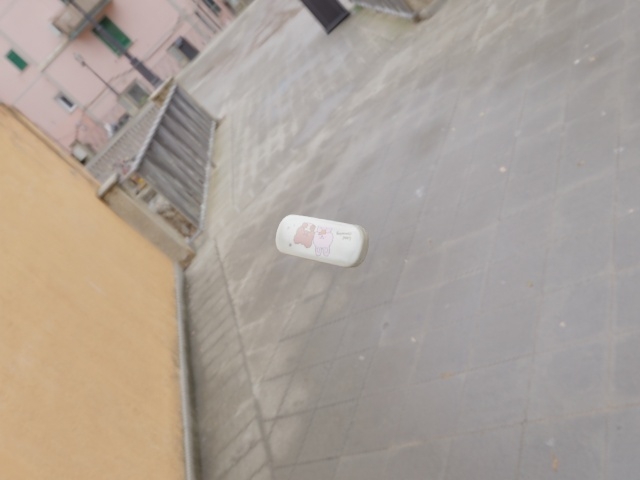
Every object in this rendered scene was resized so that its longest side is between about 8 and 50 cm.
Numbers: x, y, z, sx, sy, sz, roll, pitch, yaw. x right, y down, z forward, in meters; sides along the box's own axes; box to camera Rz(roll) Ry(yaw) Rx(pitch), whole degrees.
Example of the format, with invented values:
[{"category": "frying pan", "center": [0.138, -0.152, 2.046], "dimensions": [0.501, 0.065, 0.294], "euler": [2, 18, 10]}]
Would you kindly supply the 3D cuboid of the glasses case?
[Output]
[{"category": "glasses case", "center": [0.000, 0.000, 0.515], "dimensions": [0.083, 0.021, 0.032], "euler": [11, 85, 40]}]
